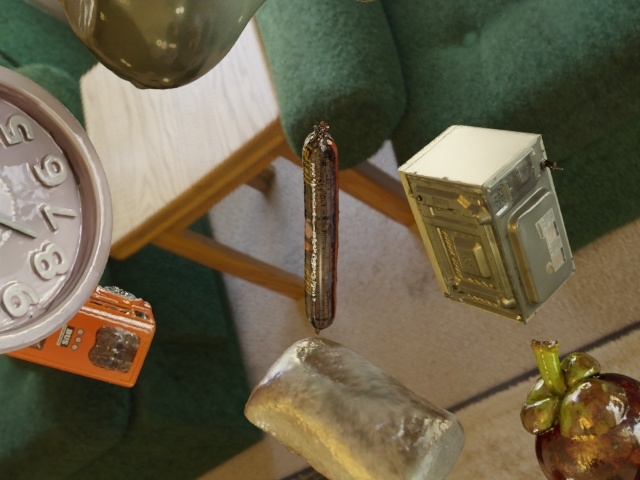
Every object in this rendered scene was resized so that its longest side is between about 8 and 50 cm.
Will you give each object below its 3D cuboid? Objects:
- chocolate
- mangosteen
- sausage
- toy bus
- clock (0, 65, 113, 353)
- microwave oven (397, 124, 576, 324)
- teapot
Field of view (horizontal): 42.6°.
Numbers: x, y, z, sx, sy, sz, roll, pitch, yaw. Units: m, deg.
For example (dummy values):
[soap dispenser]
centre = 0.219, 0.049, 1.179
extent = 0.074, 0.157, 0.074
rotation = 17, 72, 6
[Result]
[chocolate]
centre = 0.050, 0.245, 1.167
extent = 0.303, 0.100, 0.185
rotation = 31, 51, 21
[mangosteen]
centre = 0.282, 0.200, 0.887
extent = 0.156, 0.181, 0.146
rotation = -37, 21, 58
[sausage]
centre = 0.000, 0.000, 0.576
extent = 0.025, 0.198, 0.028
rotation = -20, 48, -21
[toy bus]
centre = -0.434, 0.122, 1.285
extent = 0.143, 0.329, 0.153
rotation = -68, 22, 2
[clock]
centre = -0.241, -0.019, 0.548
extent = 0.068, 0.197, 0.197
rotation = -12, 66, 44
[microwave oven]
centre = 0.245, -0.022, 1.178
extent = 0.145, 0.240, 0.194
rotation = -38, 33, -23
[teapot]
centre = -0.054, -0.211, 0.575
extent = 0.183, 0.251, 0.183
rotation = 39, 138, 46
